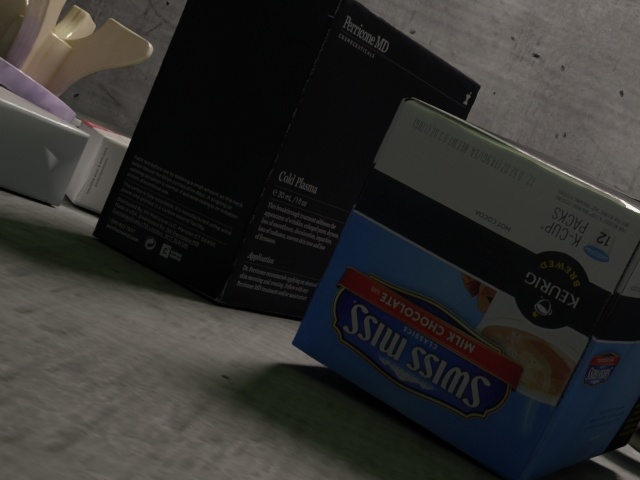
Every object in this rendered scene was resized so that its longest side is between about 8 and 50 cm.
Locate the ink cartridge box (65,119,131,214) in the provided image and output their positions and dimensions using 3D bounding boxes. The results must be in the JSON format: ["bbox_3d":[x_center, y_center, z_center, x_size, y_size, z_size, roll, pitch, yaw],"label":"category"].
[{"bbox_3d":[-0.195,-0.058,1.491,0.218,0.092,0.158,24,3,-24],"label":"ink cartridge box"}]

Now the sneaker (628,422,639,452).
[{"bbox_3d":[0.351,0.156,1.305,0.111,0.103,0.252,4,44,-56],"label":"sneaker"}]

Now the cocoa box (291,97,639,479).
[{"bbox_3d":[0.182,0.046,1.076,0.231,0.228,0.347,30,10,26],"label":"cocoa box"}]

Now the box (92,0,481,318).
[{"bbox_3d":[-0.022,-0.090,1.309,0.179,0.313,0.343,26,4,30],"label":"box"}]

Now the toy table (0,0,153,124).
[{"bbox_3d":[-0.368,-0.259,1.619,0.252,0.161,0.274,33,-5,-10],"label":"toy table"}]

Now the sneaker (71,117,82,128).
[{"bbox_3d":[-0.411,-0.168,1.780,0.228,0.086,0.132,23,6,-28],"label":"sneaker"}]

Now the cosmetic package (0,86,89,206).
[{"bbox_3d":[-0.469,-0.169,1.359,0.284,0.097,0.377,24,2,-42],"label":"cosmetic package"}]
